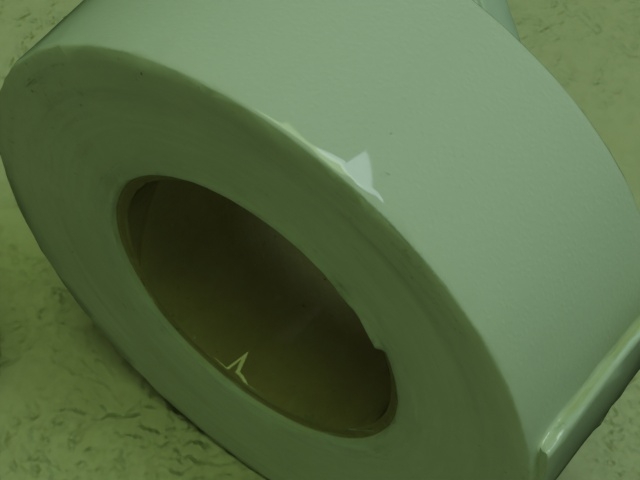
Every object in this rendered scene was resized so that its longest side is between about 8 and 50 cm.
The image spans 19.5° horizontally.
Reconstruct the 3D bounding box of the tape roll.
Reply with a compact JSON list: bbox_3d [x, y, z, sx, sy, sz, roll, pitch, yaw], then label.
[{"bbox_3d":[0.000,0.000,0.794,0.286,0.286,0.100,32,60,19],"label":"tape roll"}]

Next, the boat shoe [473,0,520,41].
[{"bbox_3d":[0.063,-0.088,0.975,0.075,0.083,0.226,-16,58,-13],"label":"boat shoe"}]
